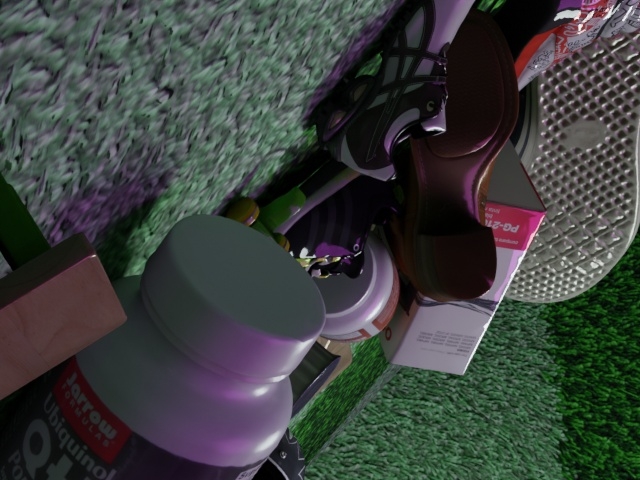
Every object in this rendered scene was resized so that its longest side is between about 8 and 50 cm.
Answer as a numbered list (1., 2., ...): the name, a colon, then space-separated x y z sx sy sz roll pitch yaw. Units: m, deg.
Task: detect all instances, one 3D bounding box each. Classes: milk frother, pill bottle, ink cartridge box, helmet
1. milk frother: -0.065 0.114 1.574 0.129 0.135 0.143 -50 171 9
2. pill bottle: -0.131 0.138 1.237 0.318 0.176 0.176 -55 169 27
3. ink cartridge box: 0.139 0.004 1.838 0.172 0.100 0.237 -109 -145 -50
4. helmet: -0.100 0.282 2.012 0.161 0.169 0.169 -45 170 -9
5. pill bottle: 0.018 0.040 1.713 0.121 0.121 0.216 -49 171 -2

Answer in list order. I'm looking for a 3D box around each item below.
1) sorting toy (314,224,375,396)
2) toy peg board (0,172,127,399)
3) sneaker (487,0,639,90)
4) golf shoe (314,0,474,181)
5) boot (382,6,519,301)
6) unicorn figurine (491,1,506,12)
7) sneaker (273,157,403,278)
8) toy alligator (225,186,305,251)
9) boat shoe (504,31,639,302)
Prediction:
1. sorting toy: 0.027 0.071 2.025 0.307 0.041 0.229 -37 148 -53
2. toy peg board: -0.200 0.037 0.892 0.160 0.079 0.161 -32 167 -9
3. sneaker: 0.233 -0.202 1.593 0.145 0.090 0.270 -9 165 -19
4. golf shoe: 0.085 -0.138 1.406 0.198 0.094 0.077 -51 170 2
5. boot: 0.118 -0.082 1.628 0.109 0.283 0.220 -7 -174 -10
6. unicorn figurine: 0.224 -0.238 1.683 0.060 0.111 0.162 -63 166 -58
7. sneaker: 0.000 0.000 1.490 0.234 0.097 0.084 -43 -176 -35
8. toy alligator: -0.088 0.023 1.383 0.190 0.056 0.051 -48 -149 -9
9. boat shoe: 0.289 -0.122 1.918 0.156 0.186 0.500 -83 178 -46
